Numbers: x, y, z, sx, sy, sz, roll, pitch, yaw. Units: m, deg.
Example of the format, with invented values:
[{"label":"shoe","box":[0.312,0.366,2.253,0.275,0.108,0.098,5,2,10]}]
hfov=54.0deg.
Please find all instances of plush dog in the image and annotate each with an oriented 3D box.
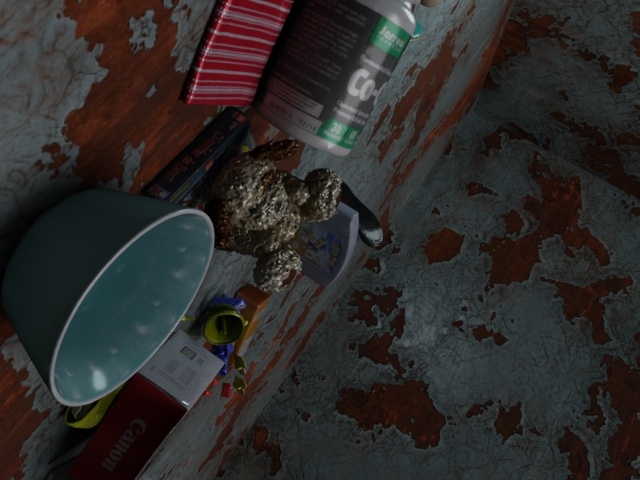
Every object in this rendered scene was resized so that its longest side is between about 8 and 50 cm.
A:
[{"label":"plush dog","box":[-0.112,-0.071,1.143,0.262,0.210,0.225,-57,150,-13]}]

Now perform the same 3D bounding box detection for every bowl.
[{"label":"bowl","box":[-0.306,0.051,0.868,0.312,0.163,0.311,-53,167,-18]}]

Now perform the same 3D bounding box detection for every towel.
[{"label":"towel","box":[-0.111,-0.336,0.992,0.275,0.031,0.199,-63,165,19]}]

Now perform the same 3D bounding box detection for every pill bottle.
[{"label":"pill bottle","box":[0.043,-0.354,1.134,0.361,0.204,0.204,-62,166,16]}]

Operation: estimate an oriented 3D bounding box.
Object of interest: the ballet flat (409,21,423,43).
[{"label":"ballet flat","box":[0.219,-0.549,1.700,0.052,0.057,0.168,-31,-173,47]}]

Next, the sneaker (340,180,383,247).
[{"label":"sneaker","box":[0.074,-0.047,1.837,0.090,0.270,0.145,-13,146,-39]}]

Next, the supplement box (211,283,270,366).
[{"label":"supplement box","box":[-0.227,0.241,1.778,0.233,0.078,0.080,-64,169,25]}]

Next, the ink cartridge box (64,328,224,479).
[{"label":"ink cartridge box","box":[-0.364,0.374,1.267,0.309,0.130,0.272,-53,180,18]}]

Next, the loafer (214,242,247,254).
[{"label":"loafer","box":[-0.179,-0.010,1.375,0.080,0.078,0.220,-61,167,10]}]

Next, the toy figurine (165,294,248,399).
[{"label":"toy figurine","box":[-0.265,0.204,1.541,0.363,0.191,0.217,97,-3,-46]}]

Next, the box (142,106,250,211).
[{"label":"box","box":[-0.210,-0.108,1.115,0.233,0.044,0.159,-51,166,-27]}]

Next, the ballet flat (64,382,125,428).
[{"label":"ballet flat","box":[-0.407,0.257,1.179,0.231,0.077,0.077,-58,150,7]}]

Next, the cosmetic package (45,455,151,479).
[{"label":"cosmetic package","box":[-0.498,0.565,1.355,0.151,0.151,0.183,-62,166,11]}]

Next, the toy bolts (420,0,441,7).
[{"label":"toy bolts","box":[0.160,-0.522,1.276,0.218,0.158,0.228,-62,166,15]}]

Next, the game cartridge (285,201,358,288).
[{"label":"game cartridge","box":[0.000,0.000,1.791,0.062,0.198,0.297,-39,157,-42]}]
